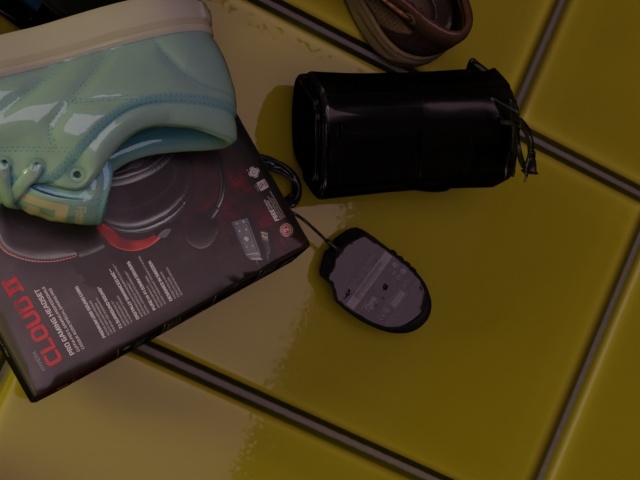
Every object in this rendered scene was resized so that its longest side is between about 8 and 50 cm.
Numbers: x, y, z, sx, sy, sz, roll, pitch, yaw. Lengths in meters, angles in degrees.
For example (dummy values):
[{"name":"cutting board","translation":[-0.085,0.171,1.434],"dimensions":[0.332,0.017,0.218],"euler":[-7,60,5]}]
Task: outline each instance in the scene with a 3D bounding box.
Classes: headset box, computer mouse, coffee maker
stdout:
[{"name":"headset box","translation":[-0.192,-0.013,1.422],"dimensions":[0.293,0.110,0.218],"euler":[-28,87,-13]},{"name":"computer mouse","translation":[0.000,0.000,1.531],"dimensions":[0.242,0.041,0.071],"euler":[40,83,-4]},{"name":"coffee maker","translation":[0.075,-0.100,1.480],"dimensions":[0.178,0.171,0.120],"euler":[-5,92,-15]}]

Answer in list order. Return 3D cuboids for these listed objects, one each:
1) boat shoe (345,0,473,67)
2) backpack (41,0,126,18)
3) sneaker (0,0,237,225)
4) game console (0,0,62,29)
[{"name":"boat shoe","translation":[0.029,-0.313,1.500],"dimensions":[0.123,0.123,0.342],"euler":[-32,96,-14]},{"name":"backpack","translation":[-0.218,-0.377,1.334],"dimensions":[0.273,0.290,0.356],"euler":[-6,69,-15]},{"name":"sneaker","translation":[-0.231,-0.072,1.297],"dimensions":[0.366,0.135,0.150],"euler":[-22,79,-12]},{"name":"game console","translation":[-0.218,-0.246,1.450],"dimensions":[0.144,0.124,0.085],"euler":[-58,140,-9]}]
